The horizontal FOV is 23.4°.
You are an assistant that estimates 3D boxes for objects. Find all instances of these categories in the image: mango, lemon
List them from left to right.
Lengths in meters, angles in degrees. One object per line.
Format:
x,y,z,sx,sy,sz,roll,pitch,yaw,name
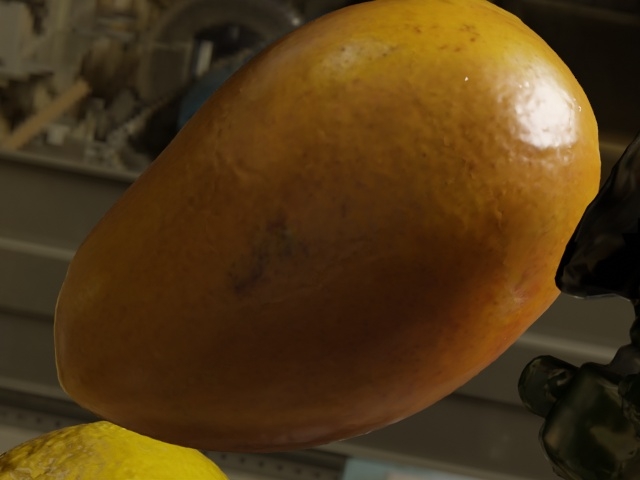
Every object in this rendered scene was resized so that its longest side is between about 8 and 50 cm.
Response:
-0.138,0.205,0.961,0.187,0.244,0.186,-27,-126,44,lemon
0.001,0.003,0.555,0.141,0.217,0.102,61,4,-35,mango

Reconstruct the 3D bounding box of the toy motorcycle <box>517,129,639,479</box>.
0.121,-0.013,0.366,0.205,0.127,0.275,-59,174,3,toy motorcycle
